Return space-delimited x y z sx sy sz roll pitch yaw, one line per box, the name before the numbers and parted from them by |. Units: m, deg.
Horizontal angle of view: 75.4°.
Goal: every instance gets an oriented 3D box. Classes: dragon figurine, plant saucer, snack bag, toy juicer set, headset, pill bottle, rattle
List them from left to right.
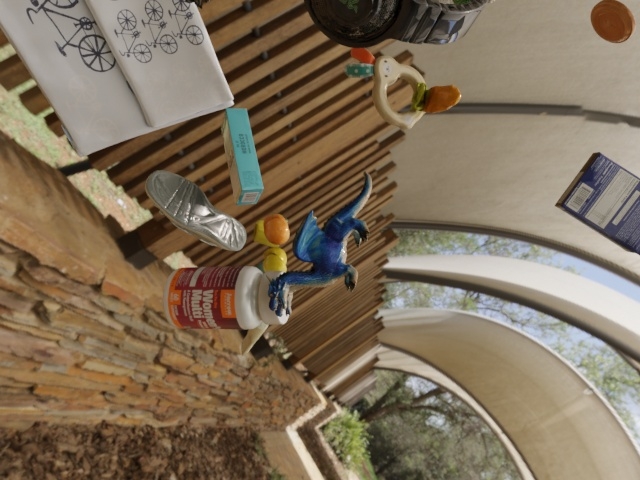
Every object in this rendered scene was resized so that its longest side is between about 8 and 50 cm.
snack bag | -0.372 -0.345 0.743 0.037 0.342 0.323 -106 178 -57
pill bottle | -0.176 0.110 0.801 0.121 0.221 0.121 -2 90 -78
toy juicer set | -0.106 0.097 0.926 0.209 0.089 0.329 153 -55 -67
dragon figurine | 0.000 0.000 0.700 0.143 0.289 0.085 16 -3 -4
headset | 0.027 -0.350 0.545 0.185 0.393 0.244 124 -36 -54
rattle | 0.153 -0.318 0.816 0.200 0.130 0.143 46 5 -19
plant saucer | 0.513 -0.384 0.732 0.083 0.013 0.083 48 6 -7

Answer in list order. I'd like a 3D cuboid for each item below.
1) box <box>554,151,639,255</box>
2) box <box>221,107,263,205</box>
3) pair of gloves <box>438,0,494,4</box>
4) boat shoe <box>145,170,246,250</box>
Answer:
box | 0.642 -0.070 0.886 0.225 0.136 0.036 33 9 3
box | -0.215 -0.226 1.124 0.100 0.060 0.245 135 -55 -62
pair of gloves | 0.312 -0.502 0.790 0.204 0.239 0.042 -53 142 -75
boat shoe | -0.345 -0.068 1.132 0.103 0.118 0.320 -7 -32 40
